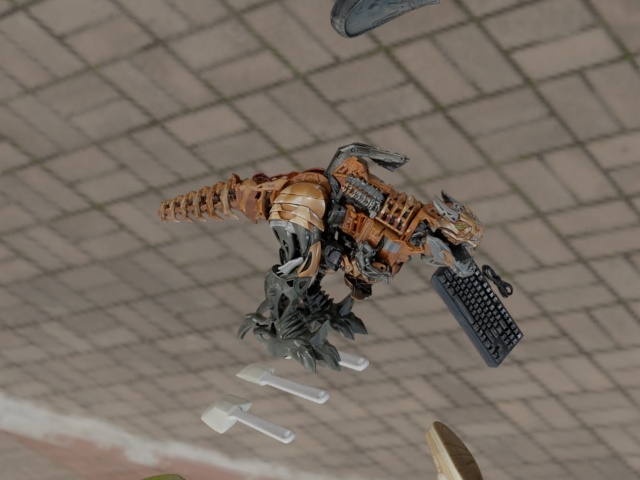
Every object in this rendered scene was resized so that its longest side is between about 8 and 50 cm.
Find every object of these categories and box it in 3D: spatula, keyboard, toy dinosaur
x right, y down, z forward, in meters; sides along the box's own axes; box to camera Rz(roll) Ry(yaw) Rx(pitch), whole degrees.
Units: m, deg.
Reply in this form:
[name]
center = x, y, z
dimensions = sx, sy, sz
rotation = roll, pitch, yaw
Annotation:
[spatula]
center = -0.046, 0.177, 1.576
dimensions = 0.019, 0.168, 0.242
rotation = 55, 160, -21
[keyboard]
center = 0.233, 0.084, 1.865
dimensions = 0.023, 0.108, 0.180
rotation = -1, 131, 52
[toy dinosaur]
center = 0.000, 0.000, 1.348
dimensions = 0.322, 0.218, 0.164
rotation = 17, -162, 33

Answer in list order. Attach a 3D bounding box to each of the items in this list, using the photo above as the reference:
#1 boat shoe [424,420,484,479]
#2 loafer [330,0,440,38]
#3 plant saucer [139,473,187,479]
[boat shoe]
center = 0.151, 0.283, 1.450
dimensions = 0.059, 0.170, 0.063
rotation = -38, 150, 21
[loafer]
center = 0.113, -0.311, 1.566
dimensions = 0.223, 0.078, 0.076
rotation = -35, 147, -4
[plant saucer]
center = -0.143, 0.395, 1.813
dimensions = 0.188, 0.045, 0.188
rotation = 41, 172, -33
